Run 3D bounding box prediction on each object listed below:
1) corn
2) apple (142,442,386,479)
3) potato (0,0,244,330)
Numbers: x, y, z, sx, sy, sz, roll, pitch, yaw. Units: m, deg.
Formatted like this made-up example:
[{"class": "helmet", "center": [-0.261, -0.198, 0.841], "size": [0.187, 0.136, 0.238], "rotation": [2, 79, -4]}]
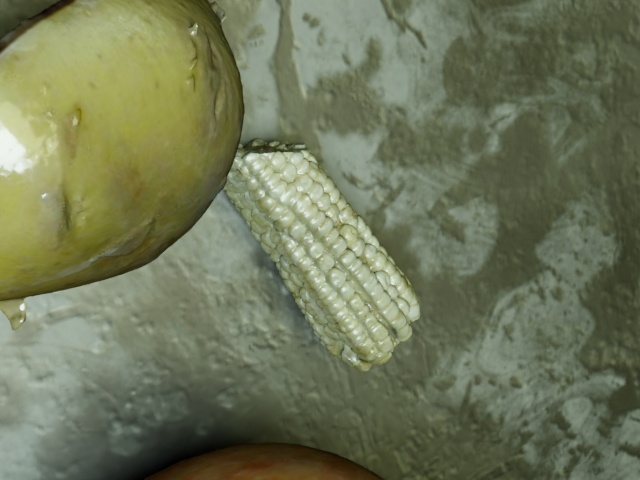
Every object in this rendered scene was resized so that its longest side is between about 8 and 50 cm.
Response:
[{"class": "corn", "center": [0.000, 0.000, 1.081], "size": [0.087, 0.087, 0.211], "rotation": [-37, 110, -16]}, {"class": "apple", "center": [-0.026, 0.323, 0.969], "size": [0.391, 0.391, 0.347], "rotation": [47, 58, -26]}, {"class": "potato", "center": [-0.136, -0.039, 0.894], "size": [0.116, 0.299, 0.239], "rotation": [42, 120, 8]}]
